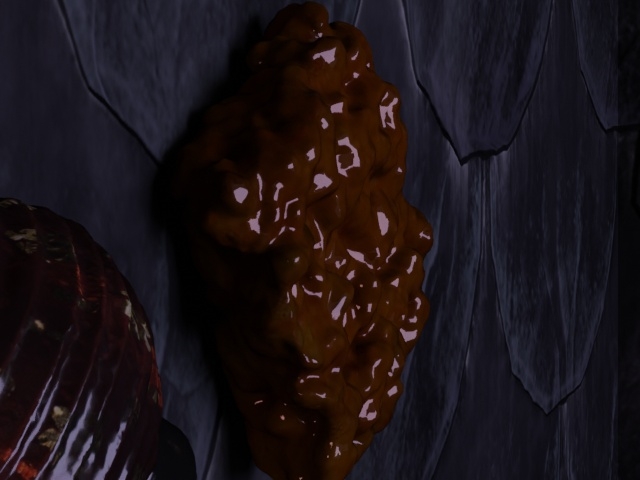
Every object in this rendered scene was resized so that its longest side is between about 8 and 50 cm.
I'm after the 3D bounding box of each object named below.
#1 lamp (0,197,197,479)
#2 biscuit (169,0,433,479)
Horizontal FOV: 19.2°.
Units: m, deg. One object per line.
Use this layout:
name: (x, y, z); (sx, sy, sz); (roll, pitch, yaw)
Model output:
lamp: (-0.177, 0.085, 0.826); (0.247, 0.247, 0.247); (1, 90, -69)
biscuit: (0.000, 0.000, 1.432); (0.318, 0.111, 0.312); (-63, 146, -48)
